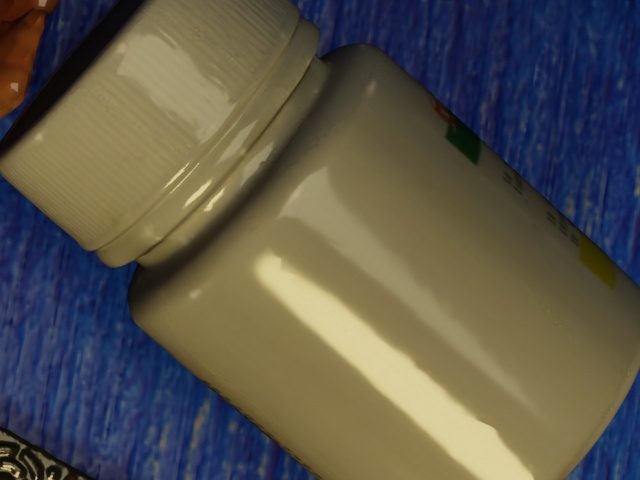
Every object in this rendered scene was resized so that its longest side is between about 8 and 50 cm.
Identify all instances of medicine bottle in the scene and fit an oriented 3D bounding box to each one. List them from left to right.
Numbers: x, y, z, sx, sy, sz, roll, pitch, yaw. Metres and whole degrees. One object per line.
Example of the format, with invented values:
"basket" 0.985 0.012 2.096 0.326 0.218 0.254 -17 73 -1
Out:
"medicine bottle" 0.000 0.000 1.100 0.340 0.208 0.208 42 74 -13

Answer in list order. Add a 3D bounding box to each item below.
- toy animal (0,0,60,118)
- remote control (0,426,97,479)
"toy animal" -0.290 -0.151 1.038 0.281 0.195 0.169 33 116 -19
"remote control" -0.209 0.127 1.114 0.245 0.025 0.063 32 76 -15
